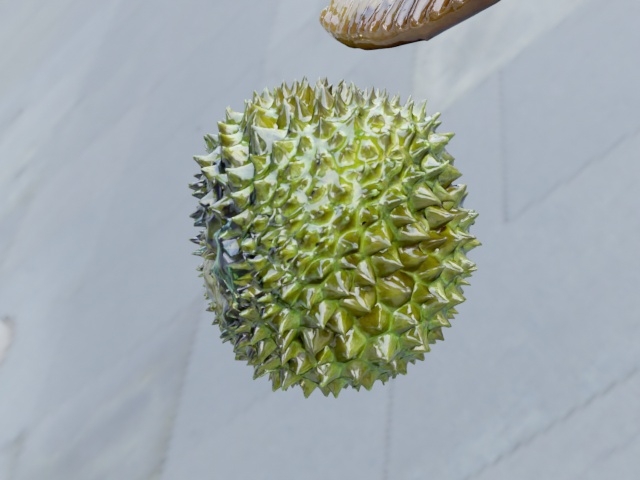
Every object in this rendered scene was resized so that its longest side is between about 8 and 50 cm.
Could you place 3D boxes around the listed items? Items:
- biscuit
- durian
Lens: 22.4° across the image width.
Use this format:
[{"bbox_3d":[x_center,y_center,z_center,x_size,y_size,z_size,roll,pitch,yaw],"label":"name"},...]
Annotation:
[{"bbox_3d":[0.104,-0.210,1.126,0.228,0.031,0.176,-42,30,-1],"label":"biscuit"},{"bbox_3d":[-0.002,0.002,1.328,0.224,0.291,0.291,-16,-7,-46],"label":"durian"}]
